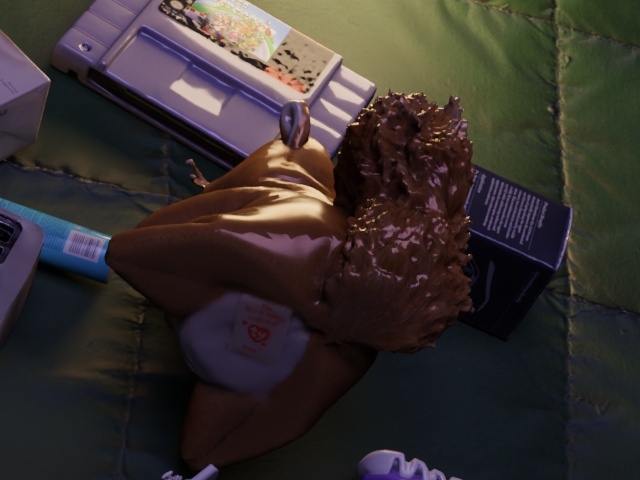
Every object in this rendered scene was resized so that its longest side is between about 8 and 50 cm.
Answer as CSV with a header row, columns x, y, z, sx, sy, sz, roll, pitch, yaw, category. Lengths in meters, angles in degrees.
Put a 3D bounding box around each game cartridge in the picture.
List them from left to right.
x,y,z,sx,sy,sz,roll,pitch,yaw,category
-0.125,-0.209,2.231,0.355,0.068,0.230,30,53,2,game cartridge

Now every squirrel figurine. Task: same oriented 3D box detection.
x,y,z,sx,sy,sz,roll,pitch,yaw,category
0.000,0.000,1.931,0.370,0.397,0.281,-70,138,-61,squirrel figurine

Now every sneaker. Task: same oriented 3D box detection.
x,y,z,sx,sy,sz,roll,pitch,yaw,category
0.144,0.309,1.924,0.236,0.095,0.104,16,56,-4,sneaker

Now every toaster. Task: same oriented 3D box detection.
x,y,z,sx,sy,sz,roll,pitch,yaw,category
-0.389,0.046,1.889,0.186,0.110,0.168,25,50,-2,toaster

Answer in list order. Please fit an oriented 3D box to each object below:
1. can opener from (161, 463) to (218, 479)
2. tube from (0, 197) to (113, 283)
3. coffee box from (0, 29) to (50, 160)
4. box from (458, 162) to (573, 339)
x,y,z,sx,sy,sz,roll,pitch,yaw,category
-0.191,0.314,1.786,0.280,0.074,0.093,-31,71,-37,can opener
-0.326,-0.008,2.001,0.207,0.052,0.080,19,37,0,tube
-0.471,-0.210,2.044,0.168,0.119,0.297,-32,69,-37,coffee box
0.170,0.001,2.125,0.207,0.153,0.108,25,48,-4,box
